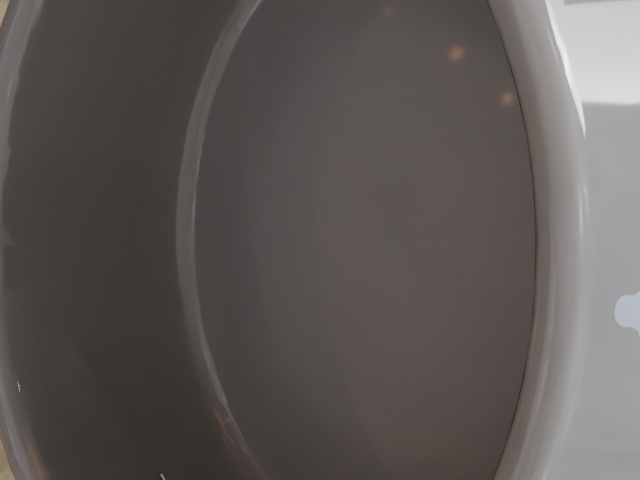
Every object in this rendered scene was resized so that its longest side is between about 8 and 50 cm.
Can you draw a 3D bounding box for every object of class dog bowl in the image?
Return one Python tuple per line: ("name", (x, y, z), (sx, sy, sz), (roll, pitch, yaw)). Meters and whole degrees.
("dog bowl", (0.000, 0.000, 0.591), (0.102, 0.349, 0.349), (-1, 116, -41))
